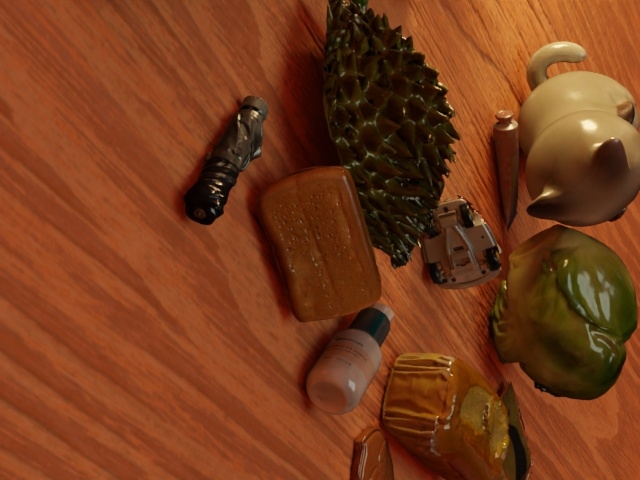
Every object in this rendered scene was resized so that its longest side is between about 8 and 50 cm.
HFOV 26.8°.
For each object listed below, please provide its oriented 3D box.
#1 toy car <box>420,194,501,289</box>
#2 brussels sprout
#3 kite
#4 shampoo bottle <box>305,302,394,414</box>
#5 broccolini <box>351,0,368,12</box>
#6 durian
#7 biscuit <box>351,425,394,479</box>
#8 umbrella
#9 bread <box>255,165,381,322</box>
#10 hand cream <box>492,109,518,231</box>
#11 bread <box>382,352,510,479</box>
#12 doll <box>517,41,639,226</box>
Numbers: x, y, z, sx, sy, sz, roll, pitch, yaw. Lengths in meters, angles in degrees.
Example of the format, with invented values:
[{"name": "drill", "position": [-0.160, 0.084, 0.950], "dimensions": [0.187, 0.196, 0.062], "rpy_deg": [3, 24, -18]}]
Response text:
[{"name": "toy car", "position": [0.210, -0.009, 2.026], "dimensions": [0.112, 0.112, 0.139], "rpy_deg": [-66, 138, -64]}, {"name": "brussels sprout", "position": [0.411, 0.122, 2.266], "dimensions": [0.259, 0.227, 0.294], "rpy_deg": [-38, 109, -53]}, {"name": "kite", "position": [0.300, 0.425, 2.295], "dimensions": [0.327, 0.013, 0.377], "rpy_deg": [22, 73, -61]}, {"name": "shampoo bottle", "position": [0.046, 0.142, 1.724], "dimensions": [0.192, 0.074, 0.074], "rpy_deg": [-54, 136, -49]}, {"name": "broccolini", "position": [0.041, -0.322, 1.739], "dimensions": [0.058, 0.067, 0.216], "rpy_deg": [-13, 111, -59]}, {"name": "durian", "position": [0.062, -0.114, 1.694], "dimensions": [0.163, 0.198, 0.394], "rpy_deg": [-36, 132, -23]}, {"name": "biscuit", "position": [0.074, 0.316, 1.843], "dimensions": [0.102, 0.019, 0.130], "rpy_deg": [-58, 139, -47]}, {"name": "umbrella", "position": [-0.100, -0.088, 1.470], "dimensions": [0.188, 0.046, 0.050], "rpy_deg": [-69, 151, -44]}, {"name": "bread", "position": [0.000, 0.000, 1.599], "dimensions": [0.077, 0.116, 0.200], "rpy_deg": [-96, 170, -60]}, {"name": "hand cream", "position": [0.322, -0.121, 2.299], "dimensions": [0.067, 0.043, 0.209], "rpy_deg": [-57, 144, -53]}, {"name": "bread", "position": [0.191, 0.269, 1.967], "dimensions": [0.288, 0.119, 0.152], "rpy_deg": [47, 54, -54]}, {"name": "doll", "position": [0.443, -0.157, 2.286], "dimensions": [0.226, 0.215, 0.370], "rpy_deg": [44, 24, -26]}]
